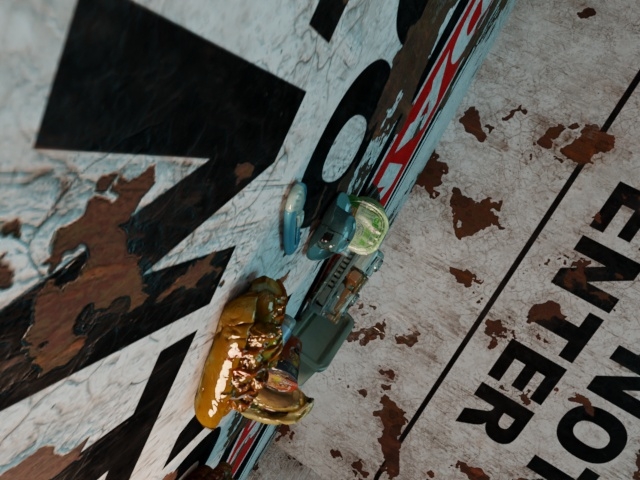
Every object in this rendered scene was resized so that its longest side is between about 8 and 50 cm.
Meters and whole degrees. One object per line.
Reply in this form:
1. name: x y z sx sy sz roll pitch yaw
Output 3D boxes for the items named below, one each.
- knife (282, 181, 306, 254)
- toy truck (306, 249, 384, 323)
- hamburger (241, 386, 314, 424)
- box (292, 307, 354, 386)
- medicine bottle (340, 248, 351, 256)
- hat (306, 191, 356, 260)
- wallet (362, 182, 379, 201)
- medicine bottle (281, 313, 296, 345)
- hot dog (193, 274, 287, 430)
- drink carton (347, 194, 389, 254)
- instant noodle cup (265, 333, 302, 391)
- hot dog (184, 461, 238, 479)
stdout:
1. knife: -0.047 -0.032 0.854 0.064 0.031 0.222 -58 170 -27
2. toy truck: 0.091 0.109 1.538 0.338 0.133 0.184 -54 161 -2
3. hamburger: -0.134 0.489 1.362 0.155 0.208 0.135 -56 166 -41
4. box: -0.034 0.368 1.624 0.182 0.175 0.312 -57 173 36
5. medicine bottle: 0.084 0.000 1.445 0.091 0.058 0.058 -59 169 -6
6. hat: 0.044 -0.022 1.126 0.191 0.078 0.138 -61 156 -4
7. wallet: 0.148 -0.111 1.487 0.124 0.042 0.230 -54 167 -1
8. medicine bottle: -0.140 0.295 1.227 0.208 0.054 0.090 -54 171 -23
9. hot dog: -0.142 0.226 0.878 0.158 0.117 0.349 -43 159 -58
10. drink carton: 0.121 -0.055 1.284 0.146 0.144 0.142 -63 174 20
11. instant noodle cup: -0.109 0.347 1.320 0.127 0.127 0.135 109 -1 -45
12. hot dog: -0.329 0.750 1.217 0.223 0.185 0.405 -62 169 20
